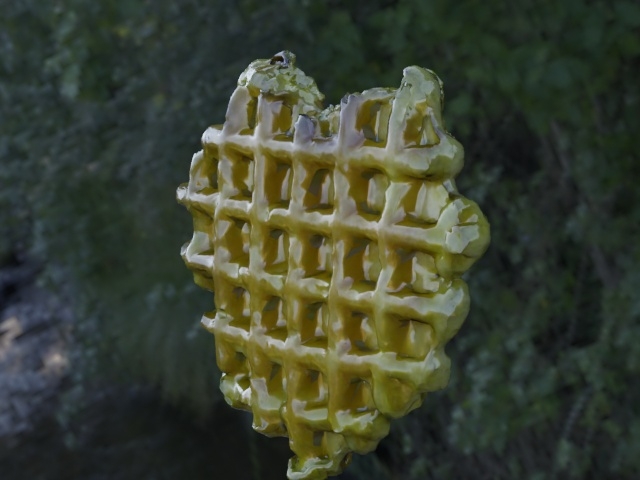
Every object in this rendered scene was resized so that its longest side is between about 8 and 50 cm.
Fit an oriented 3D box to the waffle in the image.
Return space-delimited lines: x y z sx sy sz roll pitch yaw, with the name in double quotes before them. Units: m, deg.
"waffle" -0.002 0.000 1.037 0.051 0.291 0.291 -4 0 -36
